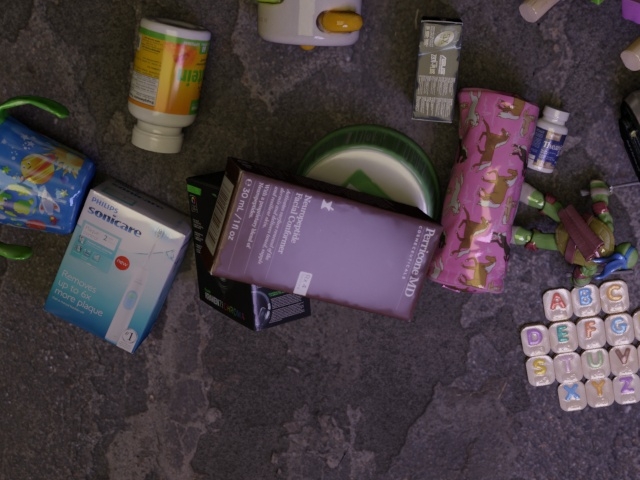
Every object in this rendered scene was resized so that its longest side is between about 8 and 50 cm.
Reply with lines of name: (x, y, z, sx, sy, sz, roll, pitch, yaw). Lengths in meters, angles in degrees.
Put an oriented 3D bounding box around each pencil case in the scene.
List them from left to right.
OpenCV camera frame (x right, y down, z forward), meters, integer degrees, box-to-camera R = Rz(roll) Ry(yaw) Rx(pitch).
pencil case: (0.300, -0.087, 1.675, 0.160, 0.167, 0.386, 11, 92, 24)

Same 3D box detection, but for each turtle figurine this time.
turtle figurine: (0.497, -0.019, 1.744, 0.266, 0.275, 0.198, 23, 136, 22)

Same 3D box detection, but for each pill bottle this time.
pill bottle: (-0.301, -0.301, 1.743, 0.136, 0.136, 0.246, 14, 108, 3)
pill bottle: (0.435, -0.196, 1.715, 0.067, 0.067, 0.120, 17, 108, 2)

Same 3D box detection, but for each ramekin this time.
ramekin: (0.084, -0.068, 1.757, 0.303, 0.148, 0.304, 2, 107, 7)

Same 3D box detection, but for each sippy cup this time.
sippy cup: (-0.583, -0.120, 1.802, 0.224, 0.240, 0.305, 18, 147, -9)

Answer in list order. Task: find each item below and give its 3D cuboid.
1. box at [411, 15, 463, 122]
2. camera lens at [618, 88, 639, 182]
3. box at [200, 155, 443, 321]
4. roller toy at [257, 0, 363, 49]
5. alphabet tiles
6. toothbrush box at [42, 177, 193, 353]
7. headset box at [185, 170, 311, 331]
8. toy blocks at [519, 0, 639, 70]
box: (0.217, -0.322, 1.664, 0.077, 0.147, 0.180, 6, 107, 6)
camera lens: (0.694, -0.202, 1.599, 0.274, 0.219, 0.219, -21, 103, 13)
box: (0.000, 0.000, 1.570, 0.381, 0.143, 0.191, 13, 102, -19)
roller toy: (-0.018, -0.424, 1.641, 0.209, 0.191, 0.146, 5, 107, 8)
alphabet tiles: (0.564, 0.222, 1.849, 0.284, 0.021, 0.278, -9, 105, 10)
toothbrush box: (-0.415, 0.051, 1.871, 0.216, 0.126, 0.296, 27, 107, -1)
headset box: (-0.143, 0.000, 1.747, 0.131, 0.246, 0.283, -14, 109, -30)
toy blocks: (0.511, -0.503, 1.477, 0.260, 0.309, 0.288, -42, 55, -15)
